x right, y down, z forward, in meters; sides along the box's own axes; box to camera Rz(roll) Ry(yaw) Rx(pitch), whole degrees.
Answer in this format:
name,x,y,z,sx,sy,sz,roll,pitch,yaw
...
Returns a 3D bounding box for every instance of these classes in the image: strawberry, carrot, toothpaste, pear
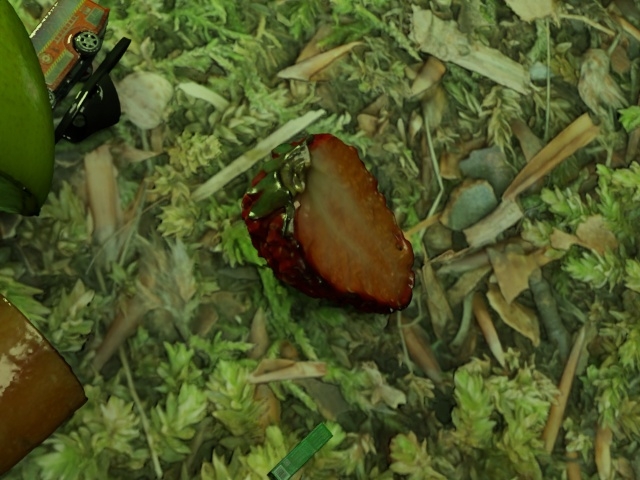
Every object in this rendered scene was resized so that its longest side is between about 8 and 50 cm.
name,x,y,z,sx,sy,sz,roll,pitch,yaw
strawberry,0.000,0.000,1.455,0.236,0.111,0.190,47,45,-30
carrot,-0.339,0.169,1.218,0.159,0.159,0.225,43,73,-5
toothpaste,-0.021,0.229,1.401,0.020,0.017,0.083,49,59,1
pear,-0.389,-0.181,1.256,0.286,0.176,0.282,6,67,-5

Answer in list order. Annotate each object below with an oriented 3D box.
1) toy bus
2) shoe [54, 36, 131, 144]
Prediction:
name,x,y,z,sx,sy,sz,roll,pitch,yaw
toy bus,-0.293,-0.179,1.399,0.077,0.065,0.192,30,61,0
shoe,-0.233,-0.153,1.419,0.053,0.062,0.159,34,57,-13
